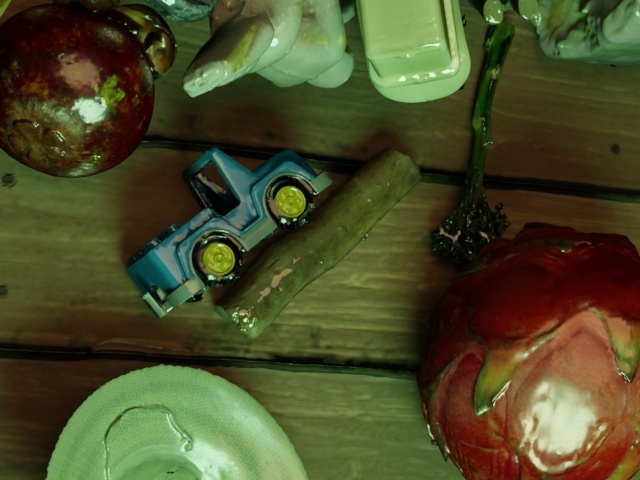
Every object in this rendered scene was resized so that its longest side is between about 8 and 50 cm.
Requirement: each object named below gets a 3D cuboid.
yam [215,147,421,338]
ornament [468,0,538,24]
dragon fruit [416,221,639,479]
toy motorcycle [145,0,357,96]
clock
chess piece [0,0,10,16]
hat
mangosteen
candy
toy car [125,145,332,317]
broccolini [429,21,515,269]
[{"bbox_3d":[0.000,0.000,1.257,0.241,0.057,0.057,-43,97,-26],"label":"yam"},{"bbox_3d":[0.154,-0.334,1.333,0.061,0.245,0.230,-9,108,2],"label":"ornament"},{"bbox_3d":[0.201,0.108,1.226,0.241,0.241,0.252,43,80,-9],"label":"dragon fruit"},{"bbox_3d":[-0.051,-0.218,1.201,0.223,0.108,0.340,60,30,-12],"label":"toy motorcycle"},{"bbox_3d":[0.068,-0.313,1.236,0.120,0.276,0.378,-10,82,9],"label":"clock"},{"bbox_3d":[-0.308,-0.169,1.026,0.137,0.301,0.137,6,75,-21],"label":"chess piece"},{"bbox_3d":[-0.130,0.233,1.120,0.252,0.110,0.252,16,62,-33],"label":"hat"},{"bbox_3d":[-0.199,-0.134,1.163,0.156,0.145,0.181,11,31,6],"label":"mangosteen"},{"bbox_3d":[0.323,-0.247,1.376,0.195,0.185,0.137,-1,85,-27],"label":"candy"},{"bbox_3d":[-0.089,-0.020,1.196,0.191,0.097,0.100,-39,95,-24],"label":"toy car"},{"bbox_3d":[0.161,-0.094,1.341,0.071,0.058,0.254,36,64,-59],"label":"broccolini"}]
